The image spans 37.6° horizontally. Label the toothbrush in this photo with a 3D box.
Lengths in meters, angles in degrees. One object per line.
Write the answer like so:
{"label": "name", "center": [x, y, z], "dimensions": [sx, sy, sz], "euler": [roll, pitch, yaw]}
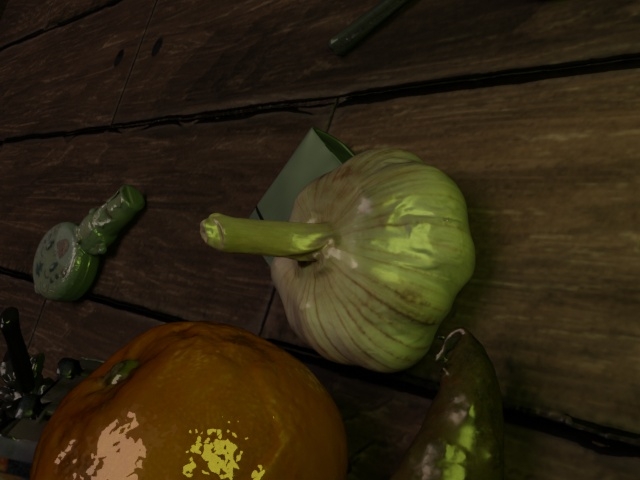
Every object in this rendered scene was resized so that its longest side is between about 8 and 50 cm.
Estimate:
{"label": "toothbrush", "center": [0.104, -0.272, 0.983], "dimensions": [0.297, 0.030, 0.030], "euler": [-29, 22, 45]}

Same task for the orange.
{"label": "orange", "center": [-0.105, 0.196, 0.778], "dimensions": [0.261, 0.261, 0.261], "euler": [-33, 46, 41]}

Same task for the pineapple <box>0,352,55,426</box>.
{"label": "pineapple", "center": [-0.396, 0.276, 1.260], "dimensions": [0.169, 0.169, 0.340], "euler": [-44, 28, 30]}

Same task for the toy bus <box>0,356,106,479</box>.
{"label": "toy bus", "center": [-0.261, 0.217, 1.013], "dimensions": [0.317, 0.113, 0.137], "euler": [-68, -11, -85]}

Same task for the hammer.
{"label": "hammer", "center": [-0.317, 0.153, 1.006], "dimensions": [0.246, 0.029, 0.103], "euler": [99, 179, -53]}

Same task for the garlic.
{"label": "garlic", "center": [0.000, 0.000, 0.783], "dimensions": [0.199, 0.226, 0.199], "euler": [-30, 52, 47]}

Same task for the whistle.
{"label": "whistle", "center": [-0.358, 0.007, 1.433], "dimensions": [0.258, 0.067, 0.126], "euler": [-40, 54, 28]}

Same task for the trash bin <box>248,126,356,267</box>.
{"label": "trash bin", "center": [-0.011, -0.036, 0.969], "dimensions": [0.130, 0.059, 0.116], "euler": [-55, 36, 16]}

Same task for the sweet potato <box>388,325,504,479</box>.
{"label": "sweet potato", "center": [0.021, 0.259, 0.643], "dimensions": [0.422, 0.130, 0.130], "euler": [-55, 32, -5]}
